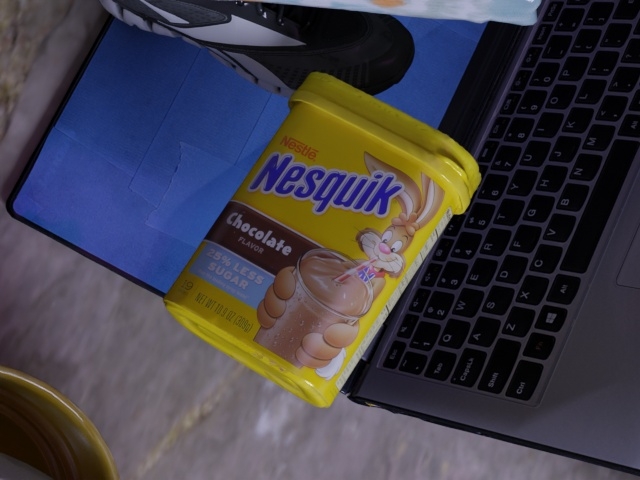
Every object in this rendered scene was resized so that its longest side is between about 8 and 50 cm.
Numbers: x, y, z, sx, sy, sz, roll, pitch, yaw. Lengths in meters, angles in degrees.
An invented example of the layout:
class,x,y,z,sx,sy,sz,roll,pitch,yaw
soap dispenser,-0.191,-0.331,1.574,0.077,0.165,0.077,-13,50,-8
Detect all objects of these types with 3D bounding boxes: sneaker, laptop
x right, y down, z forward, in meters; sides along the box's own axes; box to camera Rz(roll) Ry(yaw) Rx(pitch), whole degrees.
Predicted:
class,x,y,z,sx,sy,sz,roll,pitch,yaw
sneaker,-0.053,-0.157,1.005,0.234,0.106,0.078,23,74,17
laptop,0.081,-0.100,1.029,0.236,0.408,0.382,41,68,-42

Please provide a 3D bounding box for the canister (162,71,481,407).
class,x,y,z,sx,sy,sz,roll,pitch,yaw
canister,0.000,0.000,0.952,0.126,0.073,0.170,29,77,20

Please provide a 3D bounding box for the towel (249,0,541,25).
class,x,y,z,sx,sy,sz,roll,pitch,yaw
towel,-0.015,-0.278,0.989,0.320,0.090,0.374,4,48,5

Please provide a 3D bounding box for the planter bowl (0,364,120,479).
class,x,y,z,sx,sy,sz,roll,pitch,yaw
planter bowl,-0.232,0.165,0.939,0.217,0.090,0.217,-5,103,-23

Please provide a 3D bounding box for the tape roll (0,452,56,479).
class,x,y,z,sx,sy,sz,roll,pitch,yaw
tape roll,-0.251,0.299,0.866,0.392,0.072,0.392,-5,103,-25
